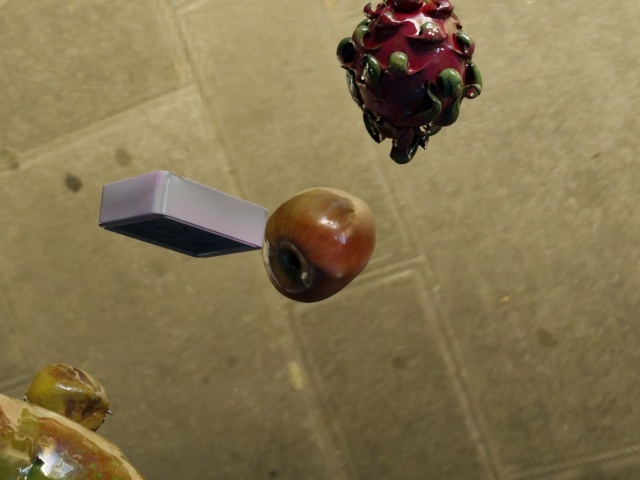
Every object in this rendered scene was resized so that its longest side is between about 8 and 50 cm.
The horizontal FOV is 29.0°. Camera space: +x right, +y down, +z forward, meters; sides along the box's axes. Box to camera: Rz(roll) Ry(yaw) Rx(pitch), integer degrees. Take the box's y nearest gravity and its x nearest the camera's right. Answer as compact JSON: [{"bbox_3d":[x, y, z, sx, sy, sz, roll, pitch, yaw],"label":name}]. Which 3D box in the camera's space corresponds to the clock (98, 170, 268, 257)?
[{"bbox_3d":[-0.193,-0.032,1.736,0.150,0.197,0.063,-9,69,44],"label":"clock"}]

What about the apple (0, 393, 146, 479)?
[{"bbox_3d":[-0.196,0.205,0.644,0.246,0.246,0.226,33,106,12],"label":"apple"}]

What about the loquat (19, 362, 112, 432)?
[{"bbox_3d":[-0.376,0.244,1.827,0.137,0.137,0.113,-49,40,23],"label":"loquat"}]

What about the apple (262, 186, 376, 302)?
[{"bbox_3d":[0.000,0.000,1.963,0.199,0.199,0.199,5,103,21],"label":"apple"}]

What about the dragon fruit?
[{"bbox_3d":[0.129,-0.250,1.850,0.219,0.273,0.198,6,72,-10],"label":"dragon fruit"}]
